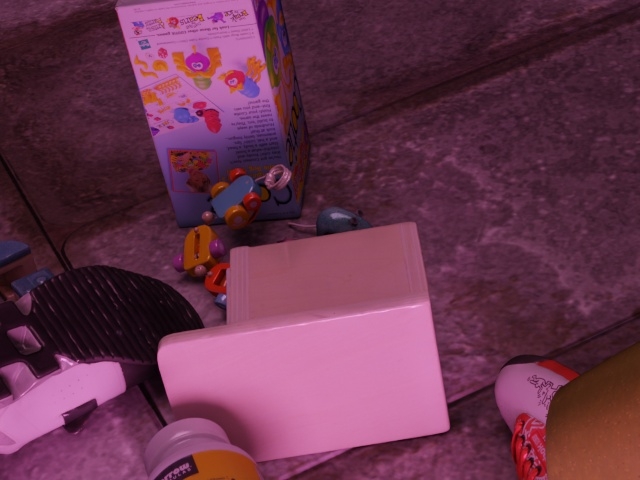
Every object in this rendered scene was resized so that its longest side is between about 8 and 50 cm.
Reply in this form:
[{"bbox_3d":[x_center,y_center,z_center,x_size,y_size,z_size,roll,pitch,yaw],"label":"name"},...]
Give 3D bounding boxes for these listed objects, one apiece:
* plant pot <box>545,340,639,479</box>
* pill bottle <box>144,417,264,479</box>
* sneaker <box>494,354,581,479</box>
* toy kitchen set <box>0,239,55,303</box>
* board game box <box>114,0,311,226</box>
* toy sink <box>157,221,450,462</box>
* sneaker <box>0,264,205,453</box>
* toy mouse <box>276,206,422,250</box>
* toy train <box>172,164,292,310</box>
[{"bbox_3d":[0.306,0.140,0.903,0.293,0.275,0.275,-14,32,26],"label":"plant pot"},{"bbox_3d":[-0.085,0.226,1.118,0.103,0.103,0.184,-19,36,-10],"label":"pill bottle"},{"bbox_3d":[0.181,0.194,1.099,0.145,0.090,0.270,-24,40,-21],"label":"sneaker"},{"bbox_3d":[-0.363,0.071,1.392,0.207,0.122,0.166,-28,39,-22],"label":"toy kitchen set"},{"bbox_3d":[-0.107,-0.170,1.521,0.144,0.275,0.142,-5,36,10],"label":"board game box"},{"bbox_3d":[-0.015,0.091,1.244,0.234,0.153,0.131,-10,35,3],"label":"toy sink"},{"bbox_3d":[-0.260,0.121,1.305,0.330,0.146,0.122,-12,57,-42],"label":"sneaker"},{"bbox_3d":[0.000,0.000,1.467,0.161,0.031,0.143,-25,38,-18],"label":"toy mouse"},{"bbox_3d":[-0.083,0.001,1.457,0.125,0.046,0.166,4,60,39],"label":"toy train"}]
